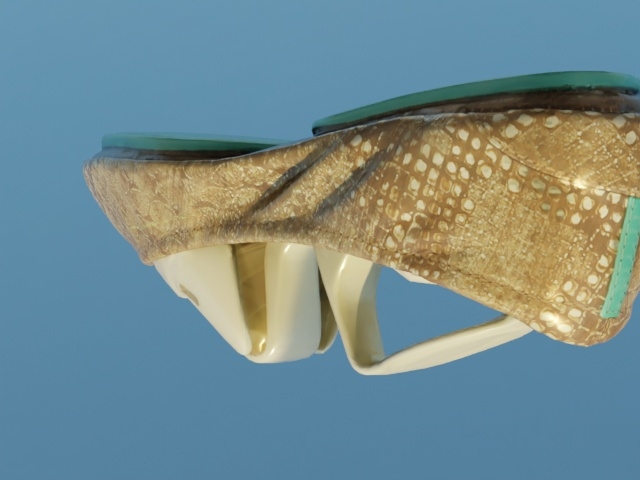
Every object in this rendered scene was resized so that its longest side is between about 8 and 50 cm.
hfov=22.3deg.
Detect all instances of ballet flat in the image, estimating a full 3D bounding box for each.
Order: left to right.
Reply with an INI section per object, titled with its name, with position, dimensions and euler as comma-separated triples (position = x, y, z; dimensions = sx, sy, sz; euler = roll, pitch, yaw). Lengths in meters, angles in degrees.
[ballet flat]
position = 0.000, 0.000, 0.415
dimensions = 0.073, 0.067, 0.206
euler = 1, 178, -35
